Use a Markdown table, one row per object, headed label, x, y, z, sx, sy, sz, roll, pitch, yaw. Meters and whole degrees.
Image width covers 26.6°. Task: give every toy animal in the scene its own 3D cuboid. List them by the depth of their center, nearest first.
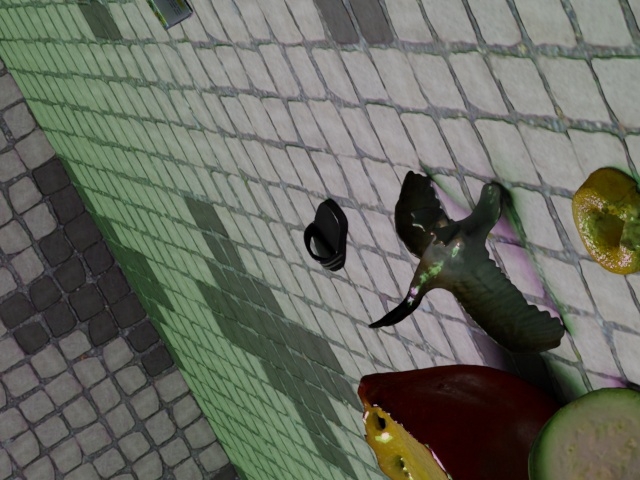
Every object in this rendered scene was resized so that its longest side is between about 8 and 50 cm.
| label | x | y | z | sx | sy | sz | roll | pitch | yaw |
| --- | --- | --- | --- | --- | --- | --- | --- | --- | --- |
| toy animal | 0.128 | 0.019 | 1.522 | 0.272 | 0.197 | 0.160 | 51 | 159 | 31 |

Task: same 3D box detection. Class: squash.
| label | x | y | z | sx | sy | sz | roll | pitch | yaw |
| --- | --- | --- | --- | --- | --- | --- | --- | --- | --- |
| squash | 0.319 | 0.259 | 1.476 | 0.170 | 0.170 | 0.123 | 36 | 165 | 47 |

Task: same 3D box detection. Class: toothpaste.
| label | x | y | z | sx | sy | sz | roll | pitch | yaw |
| --- | --- | --- | --- | --- | --- | --- | --- | --- | --- |
| toothpaste | -0.252 | -0.392 | 2.008 | 0.164 | 0.046 | 0.034 | 58 | 166 | -4 |

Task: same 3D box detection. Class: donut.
| label | x | y | z | sx | sy | sz | roll | pitch | yaw |
| --- | --- | --- | --- | --- | --- | --- | --- | --- | --- |
| donut | 0.279 | -0.014 | 1.291 | 0.108 | 0.043 | 0.097 | 61 | 161 | 1 |

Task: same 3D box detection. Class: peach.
| label | x | y | z | sx | sy | sz | roll | pitch | yaw |
| --- | --- | --- | --- | --- | --- | --- | --- | --- | --- |
| peach | 0.213 | 0.274 | 1.687 | 0.362 | 0.201 | 0.258 | 51 | 164 | 5 |

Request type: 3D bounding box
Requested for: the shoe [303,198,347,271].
| label | x | y | z | sx | sy | sz | roll | pitch | yaw |
| --- | --- | --- | --- | --- | --- | --- | --- | --- | --- |
| shoe | 0.000 | 0.000 | 2.017 | 0.071 | 0.049 | 0.179 | 51 | 161 | 18 |
